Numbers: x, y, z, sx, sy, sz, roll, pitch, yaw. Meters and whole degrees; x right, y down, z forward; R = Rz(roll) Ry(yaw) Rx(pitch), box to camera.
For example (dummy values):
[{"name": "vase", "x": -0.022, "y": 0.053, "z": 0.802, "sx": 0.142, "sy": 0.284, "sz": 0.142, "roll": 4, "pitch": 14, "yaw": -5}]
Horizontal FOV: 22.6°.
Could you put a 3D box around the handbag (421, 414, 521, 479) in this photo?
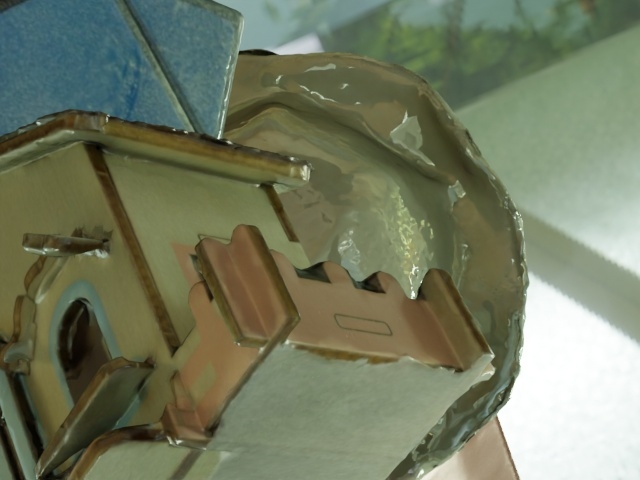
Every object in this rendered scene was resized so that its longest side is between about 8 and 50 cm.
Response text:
[{"name": "handbag", "x": 0.085, "y": 0.238, "z": 1.394, "sx": 0.059, "sy": 0.157, "sz": 0.212, "roll": 11, "pitch": -135, "yaw": 43}]

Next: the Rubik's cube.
[{"name": "Rubik's cube", "x": -0.191, "y": -0.052, "z": 0.939, "sx": 0.207, "sy": 0.205, "sz": 0.205, "roll": -12, "pitch": -117, "yaw": 57}]

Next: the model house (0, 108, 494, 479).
[{"name": "model house", "x": -0.108, "y": 0.058, "z": 0.699, "sx": 0.326, "sy": 0.169, "sz": 0.244, "roll": -54, "pitch": -136, "yaw": 33}]

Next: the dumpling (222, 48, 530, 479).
[{"name": "dumpling", "x": -0.002, "y": -0.003, "z": 1.134, "sx": 0.260, "sy": 0.181, "sz": 0.341, "roll": -30, "pitch": -134, "yaw": -2}]
